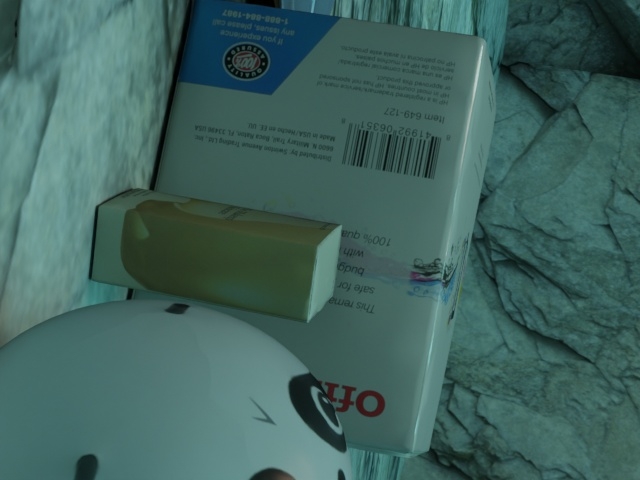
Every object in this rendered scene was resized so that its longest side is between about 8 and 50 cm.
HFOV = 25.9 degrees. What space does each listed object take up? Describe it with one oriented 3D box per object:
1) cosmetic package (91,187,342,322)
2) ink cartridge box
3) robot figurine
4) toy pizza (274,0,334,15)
[{"bbox_3d":[-0.052,0.006,0.707,0.060,0.115,0.041,-45,144,-74],"label":"cosmetic package"},{"bbox_3d":[0.000,0.000,0.830,0.168,0.171,0.232,43,58,-78],"label":"ink cartridge box"},{"bbox_3d":[-0.068,0.155,0.583,0.209,0.173,0.278,48,-34,43],"label":"robot figurine"},{"bbox_3d":[-0.009,-0.226,0.955,0.201,0.032,0.201,11,90,-81],"label":"toy pizza"}]
